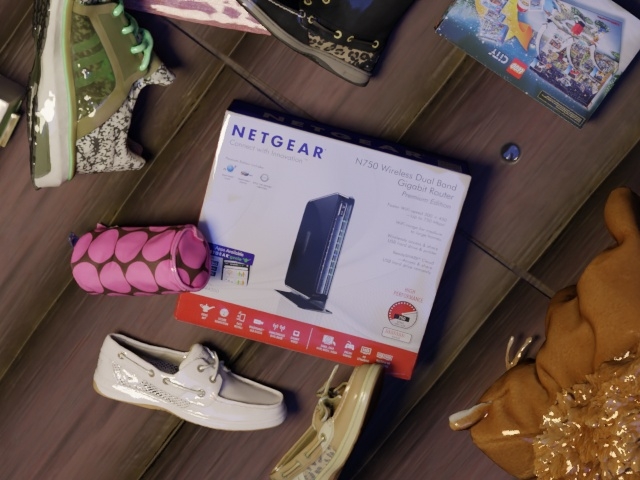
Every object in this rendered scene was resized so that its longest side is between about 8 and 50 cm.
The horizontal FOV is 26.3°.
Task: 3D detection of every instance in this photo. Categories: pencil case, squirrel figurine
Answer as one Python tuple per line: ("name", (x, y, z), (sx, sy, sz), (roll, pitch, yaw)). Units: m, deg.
("pencil case", (-0.237, 0.022, 1.811), (0.209, 0.098, 0.095), (0, 149, 37))
("squirrel figurine", (0.341, 0.204, 1.734), (0.370, 0.397, 0.281), (-38, 112, 26))

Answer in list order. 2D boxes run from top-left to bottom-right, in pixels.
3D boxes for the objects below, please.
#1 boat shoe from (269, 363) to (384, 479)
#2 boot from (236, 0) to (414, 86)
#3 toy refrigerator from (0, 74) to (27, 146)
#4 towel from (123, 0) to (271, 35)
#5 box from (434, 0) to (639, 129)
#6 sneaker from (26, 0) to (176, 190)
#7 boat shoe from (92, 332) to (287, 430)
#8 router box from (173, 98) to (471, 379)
("boat shoe", (0.007, 0.267, 1.881), (0.089, 0.104, 0.285), (29, 126, 6))
("boot", (0.017, -0.316, 1.717), (0.236, 0.085, 0.178), (28, 105, -36))
("toy refrigerator", (-0.492, -0.095, 1.827), (0.094, 0.102, 0.269), (28, 106, -5))
("towel", (-0.145, -0.442, 1.740), (0.237, 0.037, 0.329), (12, 105, 1))
("box", (0.286, -0.273, 1.763), (0.233, 0.044, 0.159), (33, 105, -7))
("sneaker", (-0.274, -0.252, 1.752), (0.182, 0.158, 0.410), (1, 125, -19))
("boat shoe", (-0.176, 0.191, 1.899), (0.277, 0.098, 0.096), (12, 108, 0))
("router box", (0.000, 0.000, 1.840), (0.335, 0.082, 0.301), (14, 107, -1))
